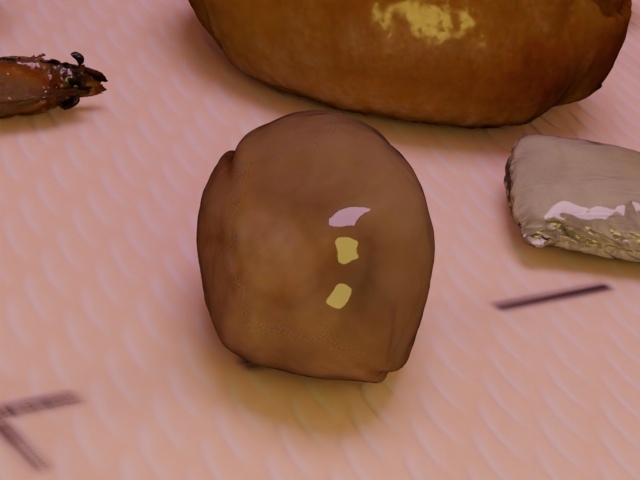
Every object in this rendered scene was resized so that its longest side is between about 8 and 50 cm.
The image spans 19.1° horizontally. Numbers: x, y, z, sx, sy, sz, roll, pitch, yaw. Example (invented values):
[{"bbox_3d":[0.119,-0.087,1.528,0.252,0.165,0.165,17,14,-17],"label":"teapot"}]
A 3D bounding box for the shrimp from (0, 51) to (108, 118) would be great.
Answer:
[{"bbox_3d":[-0.225,-0.101,1.204,0.190,0.042,0.101,-3,21,-25],"label":"shrimp"}]

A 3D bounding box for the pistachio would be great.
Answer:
[{"bbox_3d":[0.000,0.000,0.989,0.135,0.136,0.226,9,17,-3],"label":"pistachio"}]

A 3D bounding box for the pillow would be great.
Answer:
[{"bbox_3d":[0.227,-0.019,1.189,0.229,0.051,0.128,6,32,-6],"label":"pillow"}]

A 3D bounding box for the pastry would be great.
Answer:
[{"bbox_3d":[0.064,-0.202,1.387,0.356,0.164,0.356,10,27,-5],"label":"pastry"}]
